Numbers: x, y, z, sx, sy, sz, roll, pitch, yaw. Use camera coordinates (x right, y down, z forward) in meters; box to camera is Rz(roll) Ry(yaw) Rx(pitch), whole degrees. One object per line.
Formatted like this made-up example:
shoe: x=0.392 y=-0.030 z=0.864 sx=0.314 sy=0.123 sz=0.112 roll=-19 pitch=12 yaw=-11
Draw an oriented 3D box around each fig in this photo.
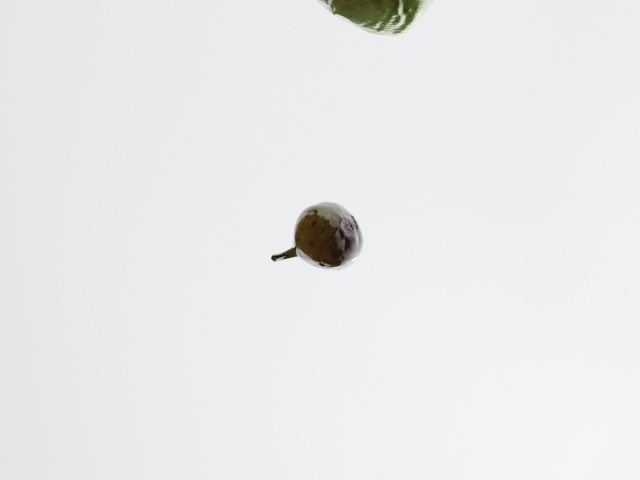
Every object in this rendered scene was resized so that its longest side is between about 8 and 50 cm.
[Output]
fig: x=0.000 y=0.000 z=1.452 sx=0.098 sy=0.084 sz=0.082 roll=-23 pitch=-86 yaw=43

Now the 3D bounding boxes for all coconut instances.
coconut: x=0.032 y=-0.165 z=0.765 sx=0.088 sy=0.096 sz=0.088 roll=30 pitch=-31 yaw=20
